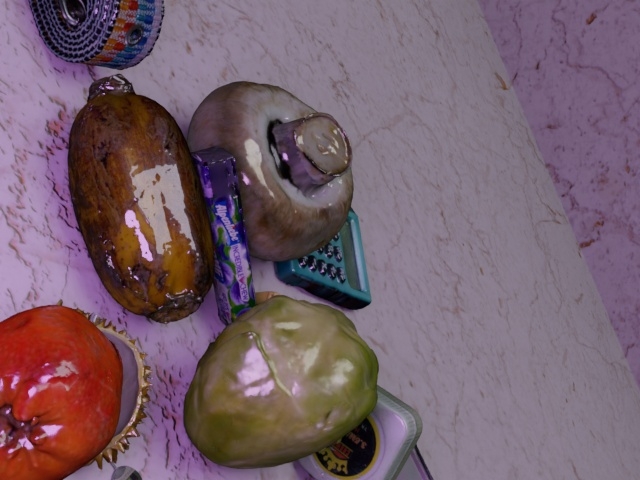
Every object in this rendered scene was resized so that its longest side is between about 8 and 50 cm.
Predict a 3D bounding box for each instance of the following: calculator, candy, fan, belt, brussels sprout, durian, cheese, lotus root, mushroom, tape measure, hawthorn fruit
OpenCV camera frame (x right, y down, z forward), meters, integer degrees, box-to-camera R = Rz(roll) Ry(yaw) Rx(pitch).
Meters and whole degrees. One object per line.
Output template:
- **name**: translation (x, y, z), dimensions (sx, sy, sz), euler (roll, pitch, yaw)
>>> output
- **calculator**: translation (0.000, 0.000, 1.989), dimensions (0.274, 0.058, 0.248), euler (25, 46, -44)
- **candy**: translation (-0.157, 0.002, 1.604), dimensions (0.061, 0.088, 0.312), euler (-16, 114, -20)
- **fan**: translation (-0.276, 0.335, 1.377), dimensions (0.060, 0.003, 0.080), euler (7, 61, -54)
- **belt**: translation (-0.372, -0.416, 1.611), dimensions (0.150, 0.207, 0.257), euler (-4, 78, -59)
- **brussels sprout**: translation (-0.060, 0.218, 1.492), dimensions (0.328, 0.328, 0.247), euler (-8, 73, -58)
- **durian**: translation (-0.309, 0.200, 1.367), dimensions (0.139, 0.144, 0.252), euler (-1, 70, -15)
- **cheese**: translation (-0.076, 0.144, 1.758), dimensions (0.162, 0.086, 0.036), euler (51, 37, -46)
- **lotus root**: translation (-0.279, -0.066, 1.502), dimensions (0.196, 0.179, 0.397), euler (-5, 73, -44)
- **mushroom**: translation (-0.085, -0.128, 1.764), dimensions (0.352, 0.260, 0.352), euler (25, 54, -40)
- **tape measure**: translation (0.041, 0.329, 1.690), dimensions (0.235, 0.207, 0.115), euler (32, 13, 25)
- **hawthorn fruit**: translation (-0.341, 0.177, 1.224), dimensions (0.211, 0.211, 0.299), euler (53, 21, -15)

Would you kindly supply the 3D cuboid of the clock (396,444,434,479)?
- **clock**: translation (0.162, 0.494, 1.839), dimensions (0.147, 0.071, 0.191), euler (-25, 88, -59)
